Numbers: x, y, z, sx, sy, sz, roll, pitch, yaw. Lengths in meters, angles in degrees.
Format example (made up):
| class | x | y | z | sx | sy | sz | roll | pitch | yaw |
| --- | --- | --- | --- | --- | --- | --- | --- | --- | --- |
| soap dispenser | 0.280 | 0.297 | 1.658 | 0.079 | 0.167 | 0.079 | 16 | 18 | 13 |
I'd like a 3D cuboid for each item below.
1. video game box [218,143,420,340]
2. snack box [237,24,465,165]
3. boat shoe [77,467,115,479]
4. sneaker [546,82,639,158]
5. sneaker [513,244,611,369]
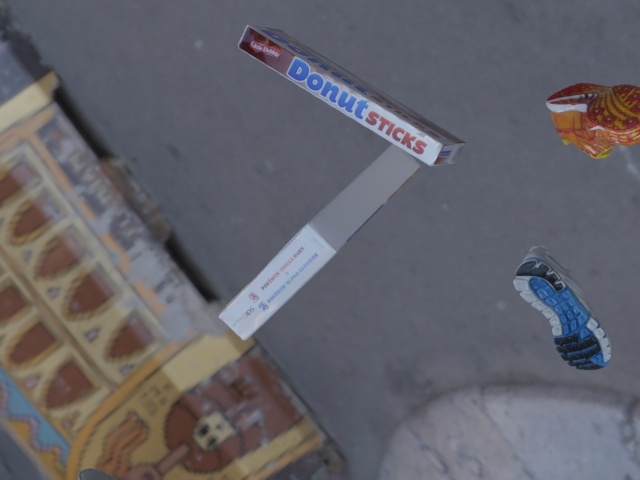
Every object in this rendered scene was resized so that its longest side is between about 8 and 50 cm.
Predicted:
| class | x | y | z | sx | sy | sz | roll | pitch | yaw |
| --- | --- | --- | --- | --- | --- | --- | --- | --- | --- |
| video game box | 0.000 | 0.000 | 1.328 | 0.048 | 0.205 | 0.187 | 47 | 132 | -1 |
| snack box | 0.024 | -0.110 | 0.930 | 0.178 | 0.022 | 0.064 | 33 | -163 | 16 |
| boat shoe | -0.270 | 0.342 | 1.592 | 0.125 | 0.046 | 0.038 | 32 | 127 | 27 |
| sneaker | 0.271 | -0.108 | 1.155 | 0.067 | 0.064 | 0.175 | 63 | 178 | -15 |
| sneaker | 0.324 | 0.083 | 1.603 | 0.071 | 0.083 | 0.191 | -24 | 110 | 29 |
